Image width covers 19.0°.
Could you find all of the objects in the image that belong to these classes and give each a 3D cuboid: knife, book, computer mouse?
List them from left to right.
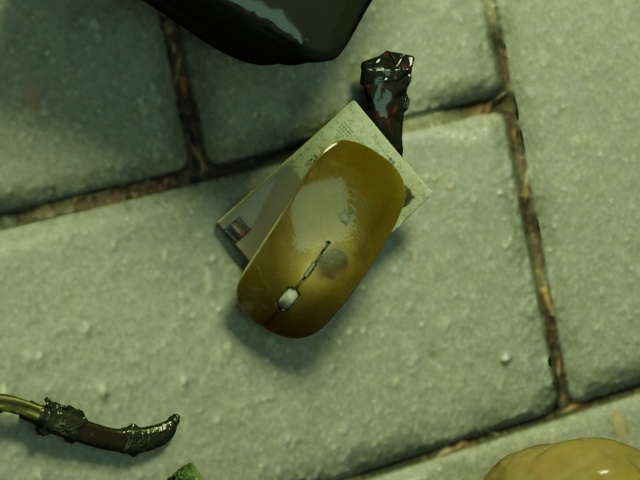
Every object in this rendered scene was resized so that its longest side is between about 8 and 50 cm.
[{"bbox_3d":[-0.233,0.169,1.764,0.222,0.021,0.045,11,90,-28],"label":"knife"},{"bbox_3d":[0.001,0.000,1.818,0.102,0.045,0.199,34,89,-17],"label":"computer mouse"},{"bbox_3d":[0.005,-0.031,1.844,0.182,0.014,0.127,-42,109,-4],"label":"book"}]

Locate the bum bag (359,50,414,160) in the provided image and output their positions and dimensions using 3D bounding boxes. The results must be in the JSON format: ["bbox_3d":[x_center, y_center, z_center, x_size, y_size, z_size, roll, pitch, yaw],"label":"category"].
[{"bbox_3d":[0.060,-0.123,1.870,0.058,0.034,0.124,5,96,-17],"label":"bum bag"}]

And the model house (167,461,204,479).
[{"bbox_3d":[-0.133,0.265,1.801,0.083,0.066,0.078,-32,117,-1],"label":"model house"}]

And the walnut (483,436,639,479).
[{"bbox_3d":[0.265,0.381,1.838,0.381,0.381,0.381,-1,94,-24],"label":"walnut"}]

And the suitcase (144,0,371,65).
[{"bbox_3d":[-0.054,-0.355,1.723,0.339,0.188,0.345,29,79,-21],"label":"suitcase"}]
